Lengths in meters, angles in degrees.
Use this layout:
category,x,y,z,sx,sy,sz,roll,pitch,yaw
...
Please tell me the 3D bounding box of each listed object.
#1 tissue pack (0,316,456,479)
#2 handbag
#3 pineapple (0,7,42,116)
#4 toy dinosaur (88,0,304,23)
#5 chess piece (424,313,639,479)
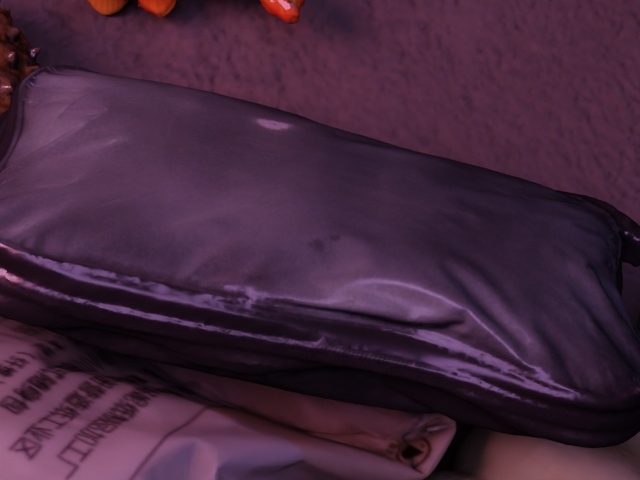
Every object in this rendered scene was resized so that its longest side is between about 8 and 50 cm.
category,x,y,z,sx,sy,sz,roll,pitch,yaw
tissue pack,-0.178,0.116,0.630,0.390,0.195,0.375,20,39,14
handbag,0.003,0.001,0.697,0.332,0.191,0.075,12,119,-5
pineapple,-0.165,-0.053,0.798,0.198,0.108,0.108,42,80,-5
toy dinosaur,-0.136,-0.190,0.838,0.288,0.070,0.117,34,80,8
chess piece,0.206,0.090,0.763,0.330,0.182,0.182,-42,84,-15
